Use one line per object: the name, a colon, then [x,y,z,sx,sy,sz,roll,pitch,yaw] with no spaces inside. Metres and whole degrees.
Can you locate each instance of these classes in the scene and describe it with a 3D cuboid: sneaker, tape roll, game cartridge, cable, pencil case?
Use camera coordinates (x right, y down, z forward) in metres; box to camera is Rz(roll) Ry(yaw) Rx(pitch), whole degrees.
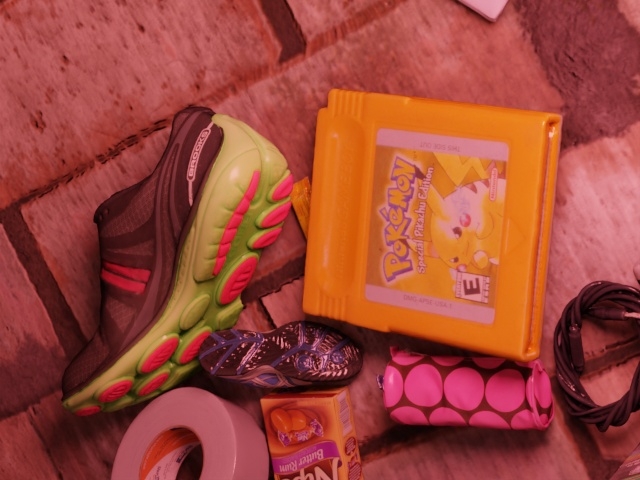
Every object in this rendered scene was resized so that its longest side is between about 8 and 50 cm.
sneaker: [-0.204,0.033,2.060,0.202,0.185,0.483,48,118,29]
tape roll: [-0.173,0.307,2.087,0.219,0.072,0.219,-18,58,32]
sneaker: [-0.047,0.150,2.049,0.211,0.081,0.080,3,72,11]
game cartridge: [0.122,-0.025,1.871,0.323,0.052,0.285,10,100,35]
cable: [0.326,0.136,1.841,0.151,0.047,0.184,54,136,19]
pencil case: [0.178,0.178,1.928,0.209,0.095,0.098,0,88,25]

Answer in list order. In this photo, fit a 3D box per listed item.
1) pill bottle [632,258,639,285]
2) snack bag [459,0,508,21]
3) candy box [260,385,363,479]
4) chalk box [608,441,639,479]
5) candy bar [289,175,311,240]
pill bottle: [0.442,0.093,1.748,0.119,0.119,0.209,-28,90,30]
snack bag: [0.147,-0.456,1.797,0.323,0.037,0.343,32,115,17]
candy box: [-0.006,0.285,2.072,0.109,0.053,0.187,-5,103,27]
chalk box: [0.409,0.296,1.766,0.132,0.213,0.132,-24,92,30]
candy bar: [0.000,0.000,2.009,0.040,0.018,0.162,-22,94,34]
